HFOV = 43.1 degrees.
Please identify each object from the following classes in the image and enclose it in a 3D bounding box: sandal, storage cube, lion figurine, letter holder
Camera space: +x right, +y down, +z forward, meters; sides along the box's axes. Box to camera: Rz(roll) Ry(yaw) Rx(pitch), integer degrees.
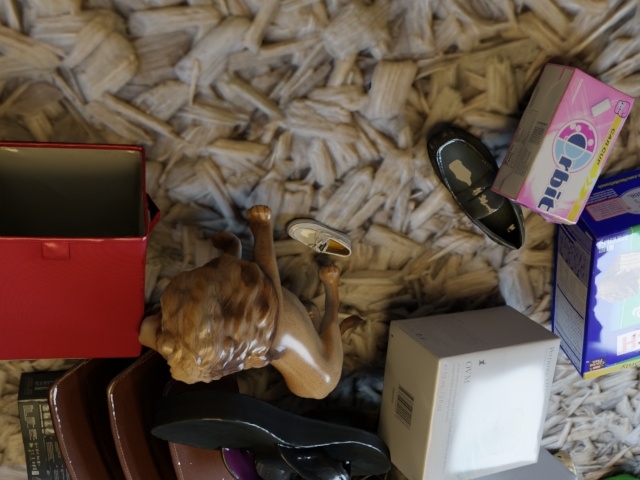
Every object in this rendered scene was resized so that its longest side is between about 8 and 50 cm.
[{"bbox_3d":[0.475,0.456,1.616,0.240,0.088,0.079,30,86,-40],"label":"sandal"},{"bbox_3d":[-0.057,0.304,1.105,0.168,0.107,0.446,-20,148,31],"label":"sandal"},{"bbox_3d":[-0.303,0.013,0.965,0.215,0.183,0.193,1,129,-15],"label":"storage cube"},{"bbox_3d":[-0.053,0.117,1.048,0.142,0.240,0.392,-29,136,29],"label":"lion figurine"},{"bbox_3d":[-0.230,0.283,1.141,0.214,0.152,0.301,-39,135,-39],"label":"letter holder"}]

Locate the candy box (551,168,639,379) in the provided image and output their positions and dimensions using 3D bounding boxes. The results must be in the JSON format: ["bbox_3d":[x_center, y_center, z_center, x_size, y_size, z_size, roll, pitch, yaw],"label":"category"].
[{"bbox_3d":[0.502,0.044,1.229,0.268,0.122,0.317,-16,132,-4],"label":"candy box"}]

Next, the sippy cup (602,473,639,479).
[{"bbox_3d":[0.701,0.621,1.709,0.224,0.239,0.306,15,163,-37],"label":"sippy cup"}]

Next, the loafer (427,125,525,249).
[{"bbox_3d":[0.219,-0.068,1.095,0.076,0.078,0.223,-34,129,14],"label":"loafer"}]

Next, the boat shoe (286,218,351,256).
[{"bbox_3d":[0.000,0.000,1.126,0.100,0.035,0.035,20,122,-28],"label":"boat shoe"}]

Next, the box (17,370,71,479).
[{"bbox_3d":[-0.368,0.301,1.272,0.184,0.059,0.232,-1,129,-13],"label":"box"}]

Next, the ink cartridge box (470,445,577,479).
[{"bbox_3d":[0.260,0.549,1.451,0.279,0.160,0.384,-10,132,-55],"label":"ink cartridge box"}]

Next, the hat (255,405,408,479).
[{"bbox_3d":[0.023,0.384,1.376,0.332,0.134,0.331,-6,115,-13],"label":"hat"}]

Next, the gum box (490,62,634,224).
[{"bbox_3d":[0.308,-0.119,1.043,0.107,0.062,0.188,18,100,-26],"label":"gum box"}]

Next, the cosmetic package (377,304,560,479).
[{"bbox_3d":[0.225,0.236,1.245,0.225,0.138,0.223,-6,112,-27],"label":"cosmetic package"}]
